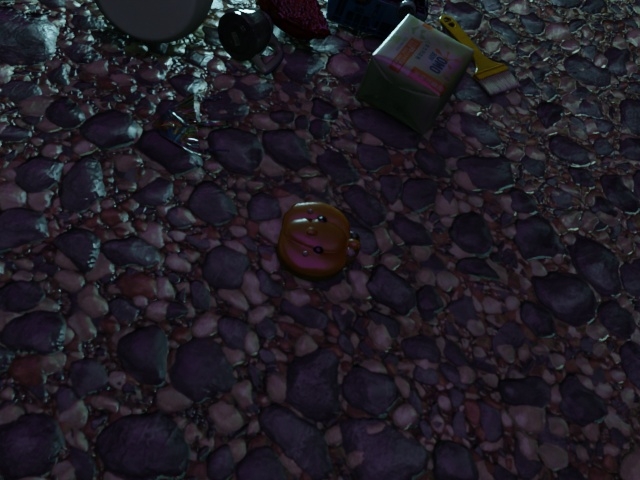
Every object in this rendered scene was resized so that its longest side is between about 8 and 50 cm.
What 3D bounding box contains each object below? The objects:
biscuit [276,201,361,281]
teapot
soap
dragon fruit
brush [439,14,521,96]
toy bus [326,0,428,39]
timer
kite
[{"bbox_3d":[0.001,-0.002,1.365,0.170,0.050,0.170,6,59,-10],"label":"biscuit"},{"bbox_3d":[-0.142,-0.455,1.576,0.149,0.111,0.108,36,49,13],"label":"teapot"},{"bbox_3d":[0.212,-0.371,1.588,0.182,0.138,0.199,33,57,6],"label":"soap"},{"bbox_3d":[-0.066,-0.505,1.632,0.120,0.127,0.161,-31,92,-23],"label":"dragon fruit"},{"bbox_3d":[0.378,-0.464,1.759,0.103,0.013,0.272,-22,66,-24],"label":"brush"},{"bbox_3d":[0.127,-0.559,1.686,0.233,0.134,0.116,15,57,-10],"label":"toy bus"},{"bbox_3d":[-0.347,-0.584,1.528,0.285,0.285,0.285,6,58,-10],"label":"timer"},{"bbox_3d":[-0.269,-0.238,1.470,0.160,0.010,0.183,-5,57,-12],"label":"kite"}]
